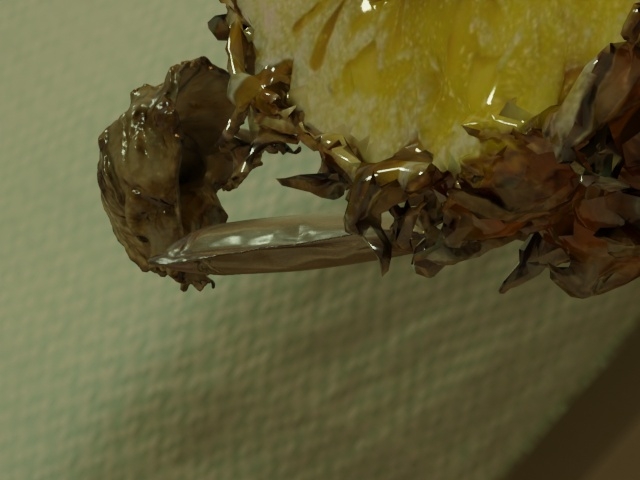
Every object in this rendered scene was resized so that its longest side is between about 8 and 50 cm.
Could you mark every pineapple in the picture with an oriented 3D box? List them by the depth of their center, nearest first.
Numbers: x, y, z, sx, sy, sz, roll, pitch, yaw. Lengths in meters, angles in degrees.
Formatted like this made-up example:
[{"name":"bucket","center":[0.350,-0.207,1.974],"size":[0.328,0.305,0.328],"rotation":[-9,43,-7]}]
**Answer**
[{"name":"pineapple","center":[0.143,-0.127,0.780],"size":[0.352,0.300,0.352],"rotation":[-23,58,44]}]

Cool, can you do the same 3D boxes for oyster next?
[{"name":"oyster","center":[-0.106,-0.067,1.712],"size":[0.133,0.337,0.198],"rotation":[19,97,8]}]

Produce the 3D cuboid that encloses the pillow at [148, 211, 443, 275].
[{"name":"pillow","center":[0.000,0.000,1.360],"size":[0.232,0.130,0.038],"rotation":[-5,91,34]}]
